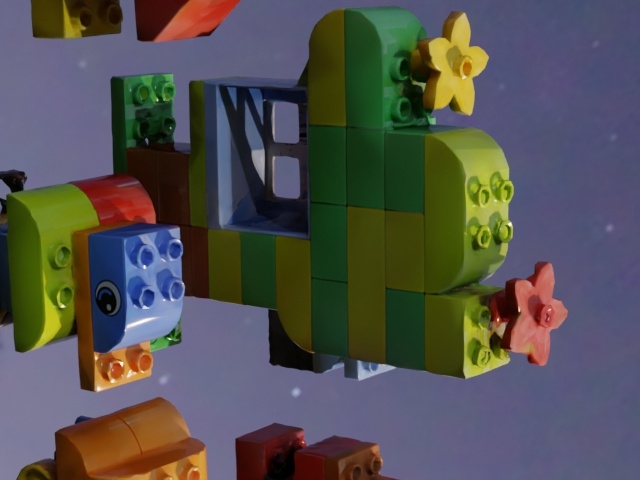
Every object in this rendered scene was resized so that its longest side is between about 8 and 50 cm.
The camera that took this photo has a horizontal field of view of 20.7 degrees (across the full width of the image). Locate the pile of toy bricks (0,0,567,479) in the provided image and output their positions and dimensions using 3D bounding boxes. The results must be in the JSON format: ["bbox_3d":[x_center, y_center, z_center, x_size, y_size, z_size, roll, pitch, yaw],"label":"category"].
[{"bbox_3d":[0.000,0.000,0.359,0.105,0.118,0.212,7,-75,38],"label":"pile of toy bricks"}]
